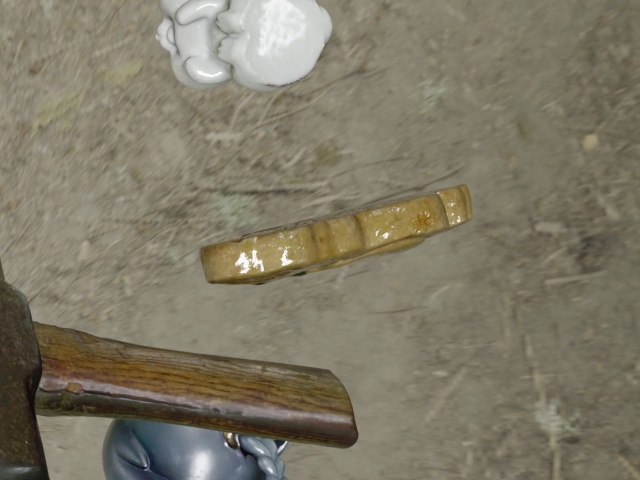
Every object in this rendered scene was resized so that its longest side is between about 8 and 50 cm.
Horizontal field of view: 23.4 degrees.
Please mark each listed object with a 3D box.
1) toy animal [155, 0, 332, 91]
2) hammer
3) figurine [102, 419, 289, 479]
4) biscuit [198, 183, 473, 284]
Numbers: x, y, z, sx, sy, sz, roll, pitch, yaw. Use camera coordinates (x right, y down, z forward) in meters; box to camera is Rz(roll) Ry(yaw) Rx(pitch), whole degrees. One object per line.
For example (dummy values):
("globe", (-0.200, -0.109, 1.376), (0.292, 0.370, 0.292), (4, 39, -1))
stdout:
("toy animal", (-0.081, -0.238, 1.724), (0.178, 0.193, 0.128), (-16, 107, -26))
("hammer", (-0.132, 0.100, 1.147), (0.408, 0.095, 0.242), (11, 50, -37))
("figurine", (-0.113, 0.266, 1.584), (0.265, 0.175, 0.197), (44, 89, 15))
("biscuit", (0.007, 0.000, 1.194), (0.183, 0.320, 0.047), (-15, 89, 20))
